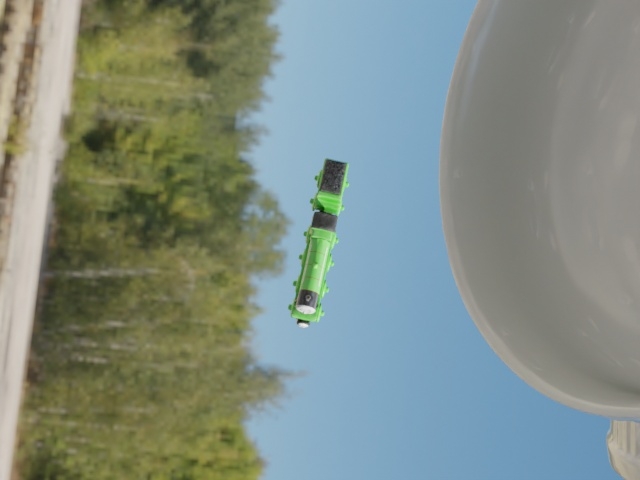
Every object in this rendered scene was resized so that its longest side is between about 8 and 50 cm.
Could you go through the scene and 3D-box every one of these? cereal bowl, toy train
[{"bbox_3d":[0.223,-0.062,0.671,0.339,0.141,0.339,-25,-120,53],"label":"cereal bowl"},{"bbox_3d":[0.000,0.000,0.572,0.024,0.017,0.083,106,-5,-71],"label":"toy train"}]

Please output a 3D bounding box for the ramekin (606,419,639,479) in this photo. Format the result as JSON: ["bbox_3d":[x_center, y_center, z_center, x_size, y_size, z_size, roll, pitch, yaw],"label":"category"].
[{"bbox_3d":[0.335,0.124,0.981,0.207,0.207,0.109,-137,-141,-77],"label":"ramekin"}]
